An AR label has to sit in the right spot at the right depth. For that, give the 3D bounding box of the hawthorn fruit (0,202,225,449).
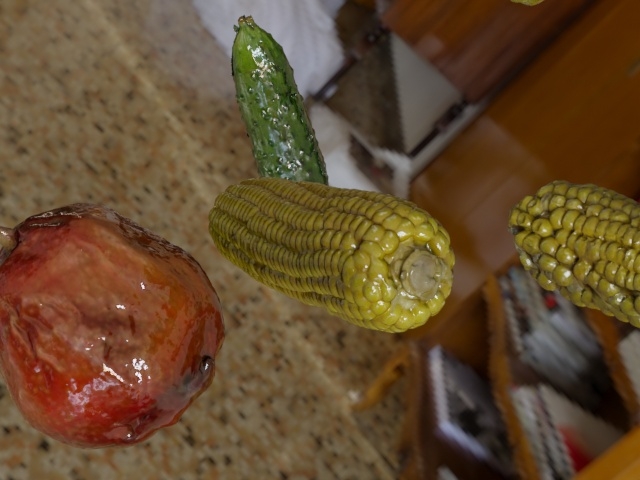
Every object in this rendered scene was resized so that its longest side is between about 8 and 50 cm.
[{"bbox_3d":[-0.157,0.061,1.019,0.173,0.173,0.179,-57,139,-69],"label":"hawthorn fruit"}]

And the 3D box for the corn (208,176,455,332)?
[{"bbox_3d":[0.000,0.000,0.875,0.080,0.080,0.231,33,-7,-30],"label":"corn"}]

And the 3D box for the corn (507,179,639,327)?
[{"bbox_3d":[0.266,0.030,1.045,0.097,0.097,0.319,25,1,-44],"label":"corn"}]

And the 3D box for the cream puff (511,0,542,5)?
[{"bbox_3d":[0.223,-0.394,1.512,0.282,0.282,0.185,44,17,-5],"label":"cream puff"}]

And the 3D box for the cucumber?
[{"bbox_3d":[-0.040,-0.107,1.315,0.069,0.069,0.227,-99,173,-57],"label":"cucumber"}]
